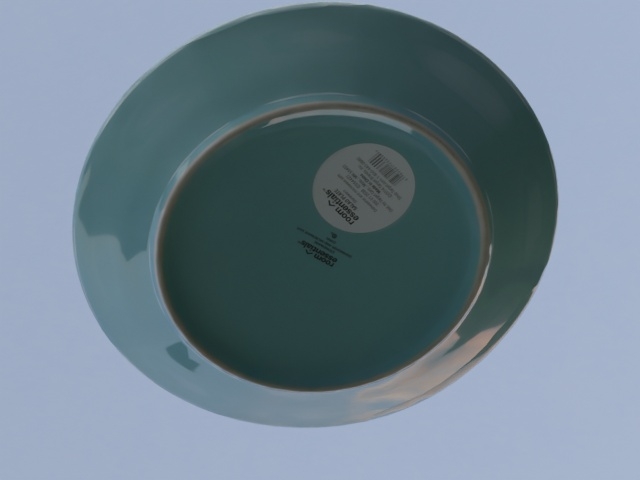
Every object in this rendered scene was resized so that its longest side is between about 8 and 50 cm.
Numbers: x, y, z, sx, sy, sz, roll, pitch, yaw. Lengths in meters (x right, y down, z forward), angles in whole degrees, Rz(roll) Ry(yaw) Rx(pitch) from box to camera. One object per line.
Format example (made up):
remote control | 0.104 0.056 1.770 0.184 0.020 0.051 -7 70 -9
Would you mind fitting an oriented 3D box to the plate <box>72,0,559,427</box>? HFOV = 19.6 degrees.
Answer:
plate | 0.000 0.000 0.703 0.188 0.024 0.188 -3 -60 -5
